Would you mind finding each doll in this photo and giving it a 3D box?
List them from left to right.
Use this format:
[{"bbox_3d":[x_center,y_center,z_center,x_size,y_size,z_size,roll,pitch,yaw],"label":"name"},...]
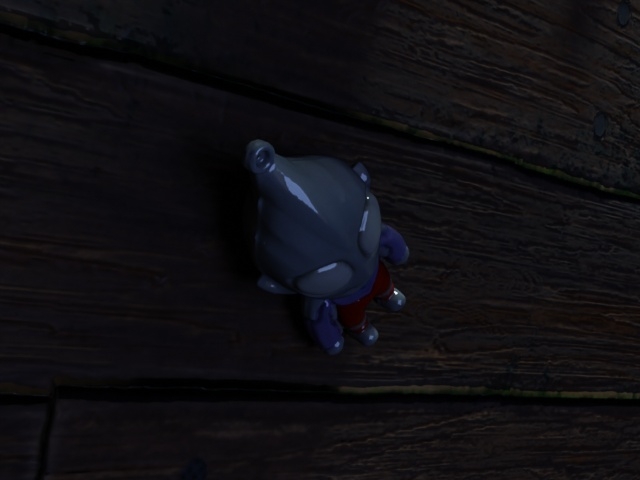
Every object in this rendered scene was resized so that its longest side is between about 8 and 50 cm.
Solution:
[{"bbox_3d":[0.000,0.000,0.808,0.102,0.075,0.227,-52,147,-13],"label":"doll"}]
